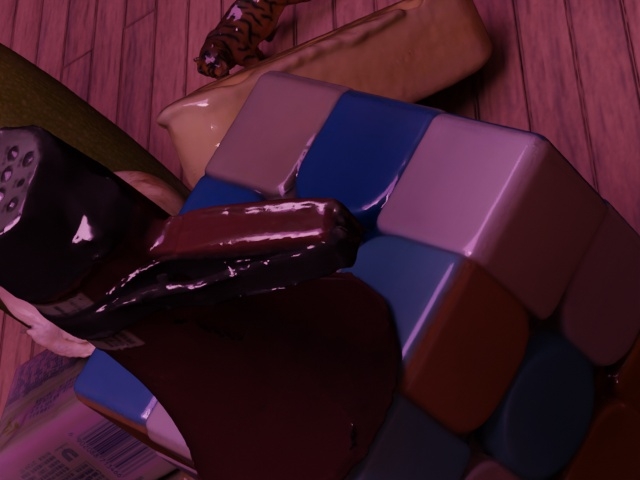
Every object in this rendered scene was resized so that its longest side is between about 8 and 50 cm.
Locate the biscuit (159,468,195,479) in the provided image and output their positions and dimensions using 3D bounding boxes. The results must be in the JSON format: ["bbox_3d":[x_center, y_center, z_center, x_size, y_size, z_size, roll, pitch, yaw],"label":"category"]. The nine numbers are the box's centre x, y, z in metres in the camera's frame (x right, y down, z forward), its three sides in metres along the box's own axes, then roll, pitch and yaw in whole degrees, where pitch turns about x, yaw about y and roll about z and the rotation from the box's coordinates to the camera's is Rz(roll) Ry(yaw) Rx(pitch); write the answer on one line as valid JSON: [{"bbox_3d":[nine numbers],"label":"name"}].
[{"bbox_3d":[-0.140,0.294,1.765,0.290,0.038,0.141,-35,40,24],"label":"biscuit"}]

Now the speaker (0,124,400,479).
[{"bbox_3d":[-0.077,0.056,1.121,0.259,0.329,0.198,27,81,40],"label":"speaker"}]

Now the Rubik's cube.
[{"bbox_3d":[0.070,0.102,1.442,0.347,0.344,0.346,17,72,45],"label":"Rubik's cube"}]

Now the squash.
[{"bbox_3d":[-0.344,-0.054,1.969,0.263,0.384,0.263,-26,45,28],"label":"squash"}]

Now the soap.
[{"bbox_3d":[-0.243,0.188,1.847,0.199,0.138,0.182,-33,27,23],"label":"soap"}]

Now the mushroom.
[{"bbox_3d":[-0.230,-0.004,1.759,0.254,0.195,0.189,-3,25,49],"label":"mushroom"}]

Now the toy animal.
[{"bbox_3d":[-0.061,-0.293,2.081,0.114,0.116,0.255,27,81,50],"label":"toy animal"}]

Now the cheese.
[{"bbox_3d":[-0.036,-0.145,1.796,0.384,0.104,0.384,-23,7,3],"label":"cheese"}]
